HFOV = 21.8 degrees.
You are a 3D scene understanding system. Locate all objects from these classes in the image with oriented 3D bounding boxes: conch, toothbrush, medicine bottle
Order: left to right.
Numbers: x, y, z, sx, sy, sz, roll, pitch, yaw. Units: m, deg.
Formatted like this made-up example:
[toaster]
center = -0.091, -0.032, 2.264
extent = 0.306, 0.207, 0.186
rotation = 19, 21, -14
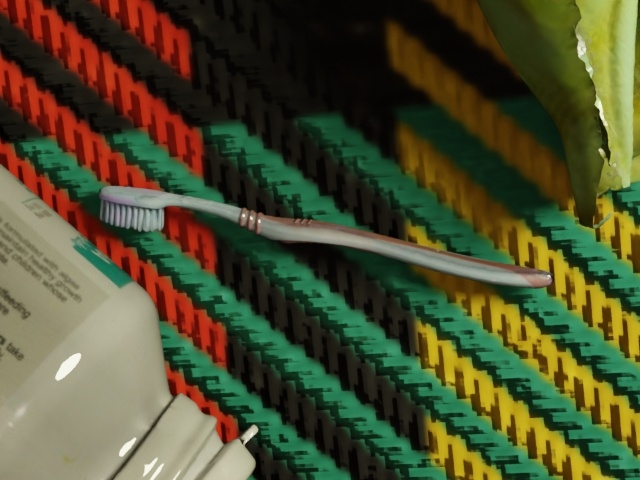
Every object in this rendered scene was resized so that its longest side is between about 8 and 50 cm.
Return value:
[medicine bottle]
center = -0.134, 0.052, 0.660
extent = 0.215, 0.135, 0.135
rotation = 40, 106, 2
[toothbrush]
center = 0.000, 0.000, 0.684
extent = 0.193, 0.013, 0.019
rotation = 10, 109, 10
[conch]
center = 0.099, -0.111, 0.611
extent = 0.095, 0.079, 0.200
rotation = -27, 112, 3
